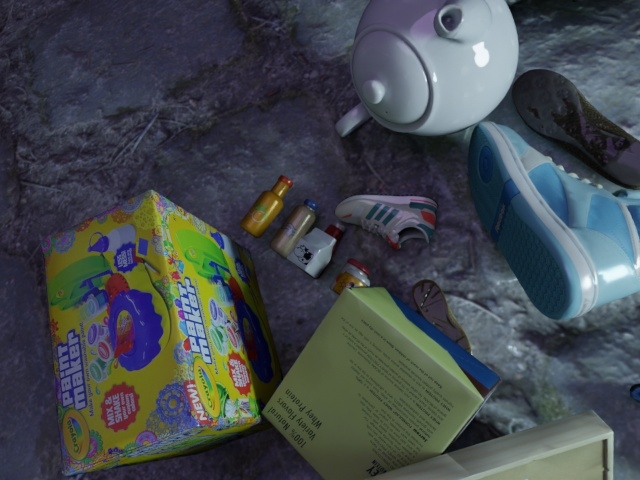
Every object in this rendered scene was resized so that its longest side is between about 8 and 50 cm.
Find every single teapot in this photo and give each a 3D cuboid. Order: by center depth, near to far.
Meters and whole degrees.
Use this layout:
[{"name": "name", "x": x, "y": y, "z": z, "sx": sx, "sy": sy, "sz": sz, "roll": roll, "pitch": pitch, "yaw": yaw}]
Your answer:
[{"name": "teapot", "x": 0.128, "y": -0.242, "z": 0.713, "sx": 0.187, "sy": 0.256, "sz": 0.253, "roll": -38, "pitch": 49, "yaw": -23}]

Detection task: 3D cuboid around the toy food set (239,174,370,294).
[{"name": "toy food set", "x": 0.000, "y": 0.000, "z": 0.764, "sx": 0.232, "sy": 0.111, "sz": 0.104, "roll": 31, "pitch": 84, "yaw": 33}]

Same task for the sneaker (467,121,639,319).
[{"name": "sneaker", "x": 0.337, "y": -0.049, "z": 0.676, "sx": 0.208, "sy": 0.127, "sz": 0.318, "roll": -10, "pitch": 54, "yaw": -5}]

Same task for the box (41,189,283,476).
[{"name": "box", "x": -0.199, "y": 0.134, "z": 0.699, "sx": 0.177, "sy": 0.279, "sz": 0.289, "roll": -23, "pitch": 68, "yaw": 11}]

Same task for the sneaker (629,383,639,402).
[{"name": "sneaker", "x": 0.421, "y": 0.233, "z": 0.574, "sx": 0.073, "sy": 0.063, "sz": 0.162, "roll": -44, "pitch": 64, "yaw": 5}]

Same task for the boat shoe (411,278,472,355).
[{"name": "boat shoe", "x": 0.170, "y": 0.129, "z": 0.709, "sx": 0.056, "sy": 0.048, "sz": 0.153, "roll": -24, "pitch": 73, "yaw": 5}]

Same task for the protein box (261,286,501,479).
[{"name": "protein box", "x": 0.076, "y": 0.196, "z": 0.639, "sx": 0.200, "sy": 0.136, "sz": 0.201, "roll": 38, "pitch": 102, "yaw": 25}]

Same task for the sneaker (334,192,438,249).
[{"name": "sneaker", "x": 0.096, "y": -0.027, "z": 0.771, "sx": 0.161, "sy": 0.057, "sz": 0.075, "roll": 1, "pitch": 68, "yaw": 16}]

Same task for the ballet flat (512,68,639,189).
[{"name": "ballet flat", "x": 0.376, "y": -0.160, "z": 0.726, "sx": 0.084, "sy": 0.058, "sz": 0.250, "roll": -52, "pitch": 57, "yaw": 21}]

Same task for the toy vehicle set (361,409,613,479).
[{"name": "toy vehicle set", "x": 0.186, "y": 0.295, "z": 0.550, "sx": 0.267, "sy": 0.035, "sz": 0.165, "roll": -15, "pitch": 113, "yaw": -5}]
